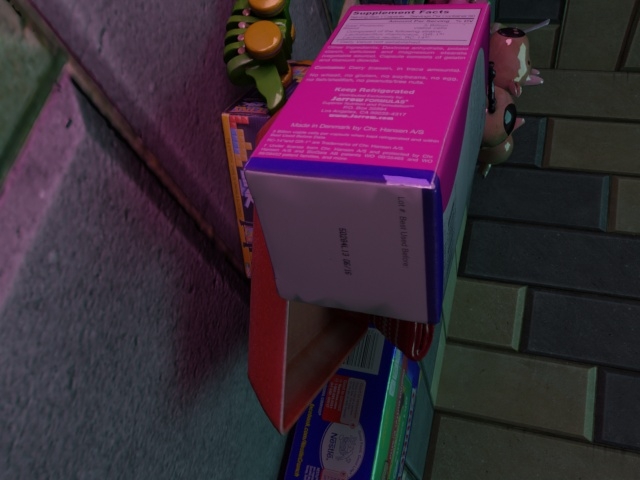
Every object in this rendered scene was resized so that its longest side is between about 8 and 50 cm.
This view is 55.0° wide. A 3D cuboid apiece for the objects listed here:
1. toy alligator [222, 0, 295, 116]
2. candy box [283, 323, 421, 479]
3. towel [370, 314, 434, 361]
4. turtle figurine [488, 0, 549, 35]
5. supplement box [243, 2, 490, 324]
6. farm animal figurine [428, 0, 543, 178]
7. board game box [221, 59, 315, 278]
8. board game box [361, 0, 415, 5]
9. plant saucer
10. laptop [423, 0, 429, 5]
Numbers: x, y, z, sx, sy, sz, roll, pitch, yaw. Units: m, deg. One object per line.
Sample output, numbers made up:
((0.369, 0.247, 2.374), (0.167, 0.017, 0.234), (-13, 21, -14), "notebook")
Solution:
((-0.049, -0.184, 0.491), (0.056, 0.052, 0.189), (69, 22, -71), "toy alligator")
((0.060, 0.283, 0.911), (0.317, 0.122, 0.268), (60, 40, -65), "candy box")
((0.067, -0.002, 0.718), (0.275, 0.031, 0.198), (-140, -128, -68), "towel")
((0.428, -0.477, 1.577), (0.275, 0.198, 0.266), (15, 103, -32), "turtle figurine")
((0.048, -0.067, 0.427), (0.220, 0.114, 0.111), (-63, 153, -42), "supplement box")
((0.174, -0.178, 0.755), (0.326, 0.172, 0.330), (114, -5, -55), "farm animal figurine")
((-0.033, -0.067, 0.588), (0.141, 0.048, 0.170), (-62, 153, -51), "board game box")
((0.098, -0.385, 0.851), (0.194, 0.060, 0.194), (64, 37, -63), "board game box")
((0.000, 0.000, 0.563), (0.258, 0.048, 0.258), (-30, 127, -67), "plant saucer")
((0.247, -0.406, 1.066), (0.234, 0.137, 0.264), (94, 12, -76), "laptop")
